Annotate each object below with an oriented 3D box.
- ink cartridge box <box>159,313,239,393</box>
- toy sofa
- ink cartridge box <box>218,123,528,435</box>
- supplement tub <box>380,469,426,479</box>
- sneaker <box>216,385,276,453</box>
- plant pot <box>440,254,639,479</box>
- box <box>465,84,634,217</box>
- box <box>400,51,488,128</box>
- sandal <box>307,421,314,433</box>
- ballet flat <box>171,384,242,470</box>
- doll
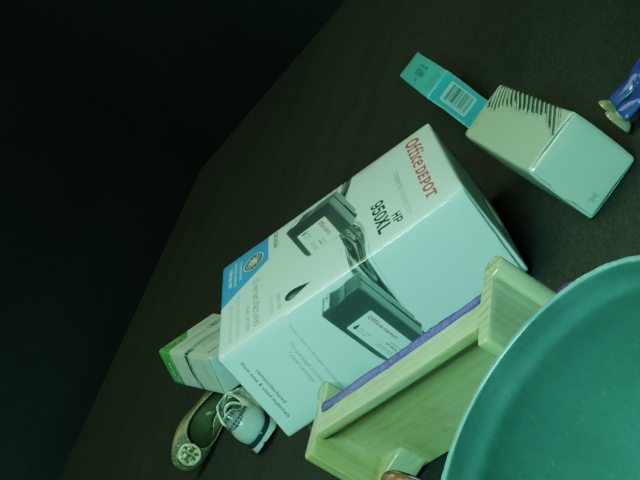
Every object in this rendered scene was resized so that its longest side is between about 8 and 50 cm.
[{"bbox_3d":[-0.203,0.224,2.050,0.153,0.087,0.208,-33,18,-30],"label":"ink cartridge box"},{"bbox_3d":[0.146,0.156,1.198,0.362,0.150,0.177,-43,23,44],"label":"toy sofa"},{"bbox_3d":[0.060,0.044,1.435,0.394,0.166,0.285,-35,21,11],"label":"ink cartridge box"},{"bbox_3d":[0.077,0.358,1.106,0.198,0.106,0.106,-63,16,-18],"label":"supplement tub"},{"bbox_3d":[-0.146,0.309,1.893,0.090,0.094,0.235,-60,14,0],"label":"sneaker"},{"bbox_3d":[0.250,0.184,0.744,0.293,0.196,0.293,-52,16,22],"label":"plant pot"},{"bbox_3d":[0.295,-0.125,1.356,0.094,0.113,0.275,-55,17,7],"label":"box"},{"bbox_3d":[0.224,-0.279,1.875,0.060,0.100,0.244,-53,17,11],"label":"box"},{"bbox_3d":[0.026,0.253,1.492,0.302,0.120,0.086,1,100,65],"label":"sandal"},{"bbox_3d":[-0.220,0.353,2.069,0.250,0.084,0.058,-57,13,-19],"label":"ballet flat"},{"bbox_3d":[0.426,-0.228,1.268,0.189,0.046,0.129,-51,18,25],"label":"doll"}]
